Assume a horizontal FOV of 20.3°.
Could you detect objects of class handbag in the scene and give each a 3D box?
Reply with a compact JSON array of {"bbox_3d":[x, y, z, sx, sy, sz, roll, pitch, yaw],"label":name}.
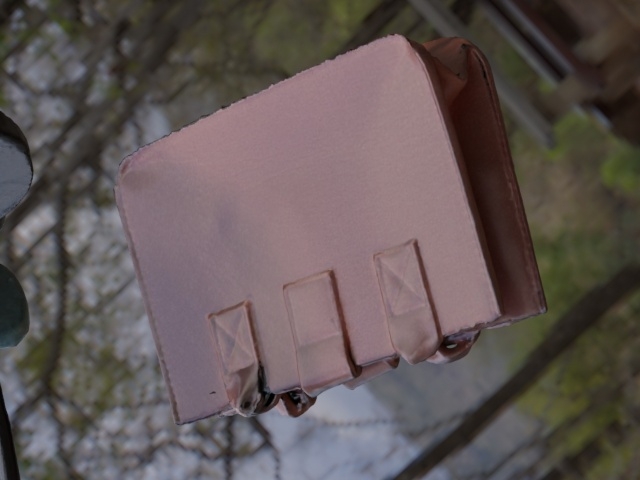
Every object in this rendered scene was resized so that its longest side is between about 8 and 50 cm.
[{"bbox_3d":[0.000,0.000,0.884,0.059,0.212,0.157,-3,-105,-52],"label":"handbag"}]

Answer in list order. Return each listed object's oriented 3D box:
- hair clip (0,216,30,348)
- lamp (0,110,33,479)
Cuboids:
[{"bbox_3d":[-0.417,-0.008,1.356,0.318,0.392,0.238,48,164,52],"label":"hair clip"},{"bbox_3d":[-0.155,0.110,0.938,0.371,0.130,0.108,67,-167,8],"label":"lamp"}]
